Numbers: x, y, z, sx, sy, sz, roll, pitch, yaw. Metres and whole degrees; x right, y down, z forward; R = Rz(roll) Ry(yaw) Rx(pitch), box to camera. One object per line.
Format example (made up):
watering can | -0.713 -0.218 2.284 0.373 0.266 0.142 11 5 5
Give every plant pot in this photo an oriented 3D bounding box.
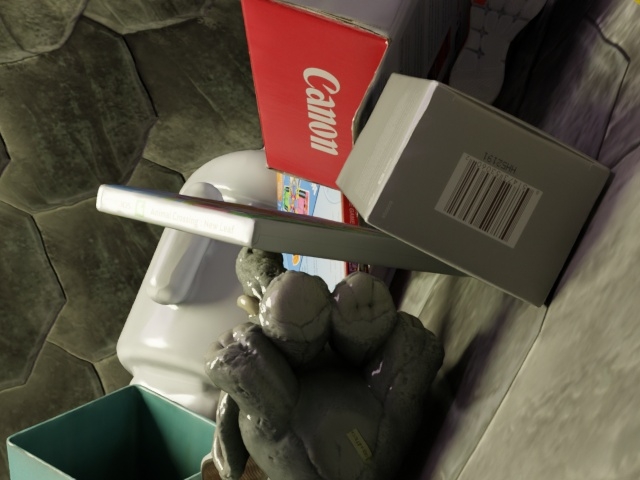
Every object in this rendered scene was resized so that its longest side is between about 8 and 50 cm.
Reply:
plant pot | -0.179 0.291 1.574 0.165 0.166 0.234 -22 -57 -45

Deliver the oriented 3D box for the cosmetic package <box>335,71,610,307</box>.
cosmetic package | 0.091 -0.041 1.095 0.107 0.127 0.238 -64 8 8

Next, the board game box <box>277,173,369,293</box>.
board game box | 0.000 0.000 1.551 0.145 0.027 0.281 -49 35 49

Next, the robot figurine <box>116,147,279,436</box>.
robot figurine | -0.081 0.056 1.730 0.300 0.200 0.353 49 -123 -57

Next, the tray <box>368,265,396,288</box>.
tray | 0.061 -0.001 1.609 0.270 0.030 0.145 -67 8 -25

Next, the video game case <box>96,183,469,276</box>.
video game case | -0.026 -0.008 1.232 0.193 0.212 0.023 13 94 49

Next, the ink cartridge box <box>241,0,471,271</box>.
ink cartridge box | 0.026 -0.160 1.369 0.309 0.130 0.272 84 -153 -66

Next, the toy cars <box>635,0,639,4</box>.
toy cars | 0.195 -0.144 0.823 0.176 0.087 0.393 -61 7 28

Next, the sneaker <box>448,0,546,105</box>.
sneaker | 0.153 -0.190 1.480 0.158 0.061 0.065 -63 0 2

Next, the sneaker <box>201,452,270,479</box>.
sneaker | -0.021 0.180 1.408 0.123 0.106 0.290 -29 -20 -26

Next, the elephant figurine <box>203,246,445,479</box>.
elephant figurine | -0.010 0.103 1.205 0.186 0.169 0.239 -56 8 -13
